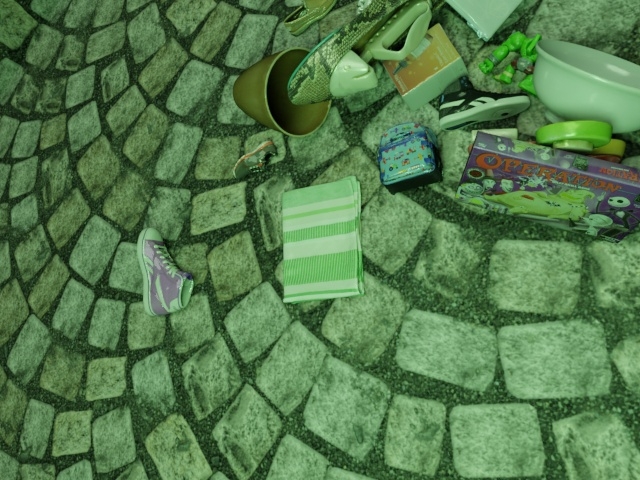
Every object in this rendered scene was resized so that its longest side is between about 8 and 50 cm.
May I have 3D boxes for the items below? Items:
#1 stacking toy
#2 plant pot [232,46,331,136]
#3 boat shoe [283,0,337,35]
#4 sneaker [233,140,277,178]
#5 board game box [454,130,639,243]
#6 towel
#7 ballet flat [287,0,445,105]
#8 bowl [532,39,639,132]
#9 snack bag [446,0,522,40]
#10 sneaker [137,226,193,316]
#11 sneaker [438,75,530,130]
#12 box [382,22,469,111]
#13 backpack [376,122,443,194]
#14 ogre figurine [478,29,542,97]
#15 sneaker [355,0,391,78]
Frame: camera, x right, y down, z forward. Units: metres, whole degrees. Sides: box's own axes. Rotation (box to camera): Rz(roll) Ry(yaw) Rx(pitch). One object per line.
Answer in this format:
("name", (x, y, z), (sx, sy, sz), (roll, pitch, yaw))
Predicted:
("stacking toy", (0.455, -0.143, 1.080), (0.308, 0.279, 0.130), (0, 88, 27))
("plant pot", (-0.136, -0.426, 1.521), (0.254, 0.237, 0.237), (16, 85, 47))
("boat shoe", (-0.031, -0.710, 1.606), (0.190, 0.072, 0.068), (-39, 62, 14))
("sneaker", (-0.194, -0.230, 1.576), (0.158, 0.061, 0.065), (-39, 68, 15))
("board game box", (0.455, -0.100, 1.036), (0.346, 0.208, 0.056), (16, 63, 11))
("towel", (0.000, 0.000, 1.419), (0.247, 0.038, 0.325), (-10, 72, 27))
("ballet flat", (0.131, -0.493, 1.322), (0.483, 0.164, 0.182), (-44, 65, 0))
("bowl", (0.563, -0.299, 1.088), (0.298, 0.298, 0.134), (39, 130, 31))
("snack bag", (0.397, -0.712, 1.273), (0.323, 0.037, 0.342), (43, 88, -3))
("sneaker", (-0.466, 0.083, 1.622), (0.161, 0.102, 0.282), (-15, 80, 21))
("sneaker", (0.389, -0.354, 1.277), (0.216, 0.079, 0.121), (-9, 74, 28))
("box", (0.271, -0.445, 1.360), (0.170, 0.091, 0.130), (-32, 64, 17))
("backpack", (0.218, -0.221, 1.315), (0.158, 0.117, 0.173), (-13, 68, 24))
("ogre figurine", (0.488, -0.414, 1.233), (0.197, 0.097, 0.118), (41, 109, 42))
("sneaker", (0.153, -0.583, 1.464), (0.118, 0.110, 0.292), (13, 89, 21))
